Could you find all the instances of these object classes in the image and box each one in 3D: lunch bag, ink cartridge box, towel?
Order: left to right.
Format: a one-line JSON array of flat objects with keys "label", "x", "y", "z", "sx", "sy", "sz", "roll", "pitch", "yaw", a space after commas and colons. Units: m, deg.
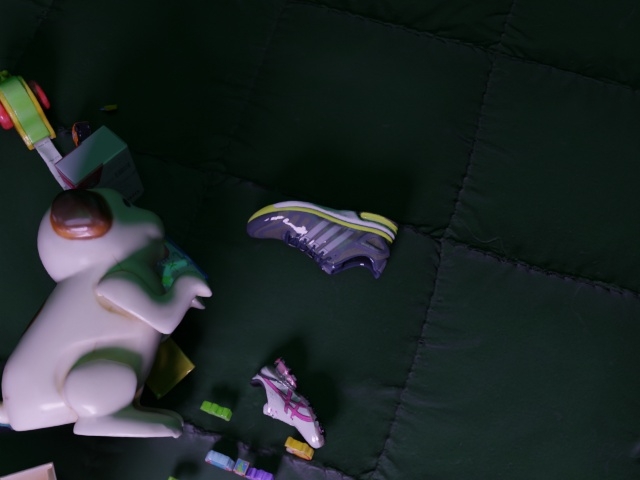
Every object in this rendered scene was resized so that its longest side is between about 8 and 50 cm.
[{"label": "ink cartridge box", "x": -0.431, "y": -0.121, "z": 1.661, "sx": 0.072, "sy": 0.175, "sz": 0.127, "roll": 40, "pitch": 70, "yaw": 18}, {"label": "towel", "x": -0.342, "y": 0.175, "z": 1.561, "sx": 0.102, "sy": 0.021, "sz": 0.237, "roll": -43, "pitch": 84, "yaw": 16}, {"label": "lunch bag", "x": -0.309, "y": 0.071, "z": 1.619, "sx": 0.151, "sy": 0.096, "sz": 0.129, "roll": 36, "pitch": 69, "yaw": 25}]

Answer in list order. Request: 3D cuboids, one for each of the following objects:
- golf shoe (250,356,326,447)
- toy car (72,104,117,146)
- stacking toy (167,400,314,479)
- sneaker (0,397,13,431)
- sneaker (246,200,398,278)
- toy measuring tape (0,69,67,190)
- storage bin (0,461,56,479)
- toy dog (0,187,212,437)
[{"label": "golf shoe", "x": -0.057, "y": 0.307, "z": 1.537, "sx": 0.086, "sy": 0.067, "sz": 0.186, "roll": -32, "pitch": 60, "yaw": -7}, {"label": "toy car", "x": -0.481, "y": -0.241, "z": 1.801, "sx": 0.040, "sy": 0.060, "sz": 0.122, "roll": 2, "pitch": 33, "yaw": 47}, {"label": "stacking toy", "x": -0.144, "y": 0.403, "z": 1.498, "sx": 0.221, "sy": 0.052, "sz": 0.167, "roll": 21, "pitch": 65, "yaw": 10}, {"label": "sneaker", "x": -0.510, "y": 0.279, "z": 1.534, "sx": 0.224, "sy": 0.083, "sz": 0.098, "roll": -8, "pitch": 55, "yaw": -17}, {"label": "sneaker", "x": 0.000, "y": 0.000, "z": 1.658, "sx": 0.300, "sy": 0.111, "sz": 0.121, "roll": 6, "pitch": 69, "yaw": 3}, {"label": "toy measuring tape", "x": -0.593, "y": -0.239, "z": 1.744, "sx": 0.121, "sy": 0.121, "sz": 0.330, "roll": -32, "pitch": 70, "yaw": -15}, {"label": "storage bin", "x": -0.522, "y": 0.500, "z": 1.303, "sx": 0.262, "sy": 0.123, "sz": 0.260, "roll": -12, "pitch": 23, "yaw": -20}, {"label": "toy dog", "x": -0.377, "y": 0.115, "z": 1.427, "sx": 0.395, "sy": 0.284, "sz": 0.407, "roll": 2, "pitch": 80, "yaw": 0}]
